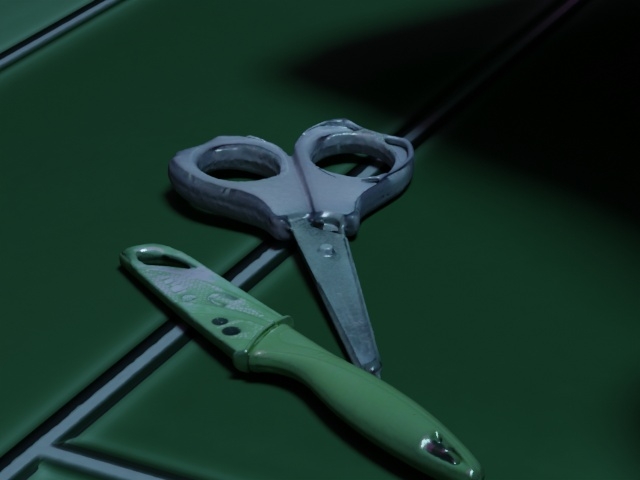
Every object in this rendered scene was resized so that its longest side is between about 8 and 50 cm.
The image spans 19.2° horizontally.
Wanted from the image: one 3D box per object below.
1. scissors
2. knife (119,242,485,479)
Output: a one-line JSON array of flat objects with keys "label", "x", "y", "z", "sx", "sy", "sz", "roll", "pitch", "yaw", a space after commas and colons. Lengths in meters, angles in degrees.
[{"label": "scissors", "x": 0.000, "y": 0.000, "z": 0.707, "sx": 0.100, "sy": 0.015, "sz": 0.189, "roll": -6, "pitch": 28, "yaw": -8}, {"label": "knife", "x": -0.013, "y": 0.039, "z": 0.636, "sx": 0.030, "sy": 0.014, "sz": 0.207, "roll": -20, "pitch": 30, "yaw": -28}]
